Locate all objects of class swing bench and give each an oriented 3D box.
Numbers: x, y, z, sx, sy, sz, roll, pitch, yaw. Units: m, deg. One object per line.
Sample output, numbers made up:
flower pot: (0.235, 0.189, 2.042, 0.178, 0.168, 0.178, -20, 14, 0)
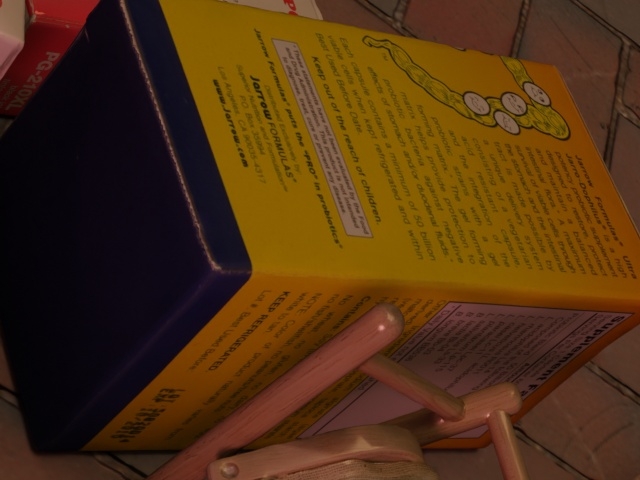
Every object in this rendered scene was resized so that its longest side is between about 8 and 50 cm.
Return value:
swing bench: (-0.007, 0.208, 0.870, 0.165, 0.255, 0.253, 35, 33, -53)

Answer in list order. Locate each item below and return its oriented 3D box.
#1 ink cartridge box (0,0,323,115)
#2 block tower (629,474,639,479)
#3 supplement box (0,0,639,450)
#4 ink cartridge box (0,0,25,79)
ink cartridge box: (-0.128, -0.167, 1.193, 0.237, 0.100, 0.172, 5, 53, -39)
block tower: (0.203, 0.202, 1.136, 0.335, 0.091, 0.097, -13, 67, -50)
supplement box: (0.000, 0.000, 1.083, 0.356, 0.194, 0.195, 6, 53, -40)
ink cartridge box: (-0.275, -0.170, 1.005, 0.171, 0.168, 0.232, 20, 45, -30)
